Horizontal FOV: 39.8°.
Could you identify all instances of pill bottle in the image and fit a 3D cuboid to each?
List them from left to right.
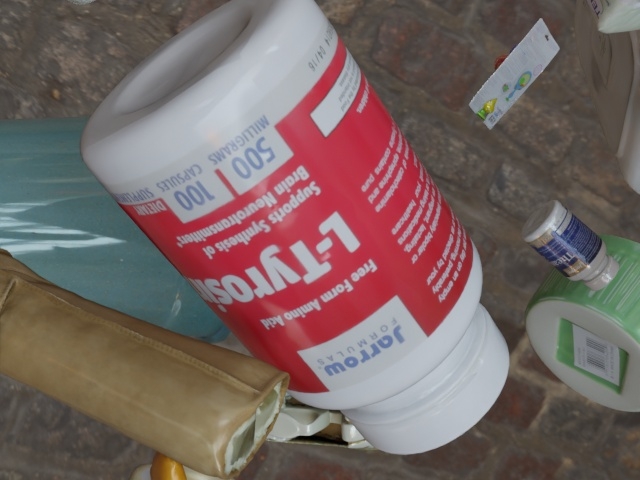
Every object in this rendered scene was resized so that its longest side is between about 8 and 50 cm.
[{"bbox_3d":[0.000,0.000,0.791,0.229,0.229,0.408,-42,116,-8],"label":"pill bottle"},{"bbox_3d":[0.322,0.009,1.132,0.120,0.067,0.067,40,87,-8],"label":"pill bottle"}]

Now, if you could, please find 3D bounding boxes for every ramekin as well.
[{"bbox_3d":[0.502,0.152,1.523,0.148,0.303,0.303,-44,120,-26],"label":"ramekin"}]

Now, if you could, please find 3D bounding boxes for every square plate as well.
[{"bbox_3d":[0.430,-0.286,1.282,0.049,0.344,0.347,-11,150,5],"label":"square plate"}]

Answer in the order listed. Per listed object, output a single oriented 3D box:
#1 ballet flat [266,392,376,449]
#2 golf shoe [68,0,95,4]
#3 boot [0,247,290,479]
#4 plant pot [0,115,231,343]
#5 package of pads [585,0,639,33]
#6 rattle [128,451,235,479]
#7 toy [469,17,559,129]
[{"bbox_3d":[0.018,0.294,1.460,0.348,0.123,0.123,3,108,11],"label":"ballet flat"},{"bbox_3d":[-0.374,-0.445,1.117,0.115,0.140,0.306,-38,83,13],"label":"golf shoe"},{"bbox_3d":[-0.176,0.088,0.593,0.269,0.236,0.089,23,111,10],"label":"boot"},{"bbox_3d":[-0.301,-0.022,1.157,0.334,0.341,0.341,-2,107,-29],"label":"plant pot"},{"bbox_3d":[0.323,-0.303,0.743,0.296,0.101,0.229,-10,72,-23],"label":"package of pads"},{"bbox_3d":[-0.071,0.238,0.807,0.199,0.130,0.143,17,113,-17],"label":"rattle"},{"bbox_3d":[0.415,-0.372,1.951,0.237,0.056,0.137,-53,144,4],"label":"toy"}]
